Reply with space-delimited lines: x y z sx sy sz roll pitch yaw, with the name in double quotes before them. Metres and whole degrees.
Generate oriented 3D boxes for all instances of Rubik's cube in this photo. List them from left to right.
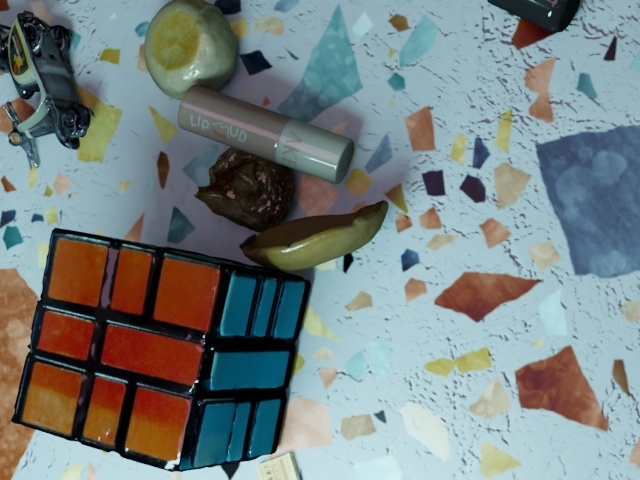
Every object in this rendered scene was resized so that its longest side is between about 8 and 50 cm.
"Rubik's cube" -0.212 0.151 1.600 0.293 0.288 0.283 14 89 25

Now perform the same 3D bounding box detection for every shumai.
"shumai" -0.106 -0.076 1.685 0.139 0.105 0.123 36 98 1

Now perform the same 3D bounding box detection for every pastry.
"pastry" -0.202 -0.291 1.744 0.156 0.092 0.156 -4 81 28

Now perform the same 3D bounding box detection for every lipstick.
"lipstick" -0.081 -0.155 1.668 0.254 0.070 0.070 20 93 13

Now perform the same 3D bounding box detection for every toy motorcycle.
"toy motorcycle" -0.456 -0.247 1.847 0.157 0.091 0.263 -31 72 25

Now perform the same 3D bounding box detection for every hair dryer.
"hair dryer" 0.337 -0.407 1.556 0.114 0.070 0.248 32 89 23

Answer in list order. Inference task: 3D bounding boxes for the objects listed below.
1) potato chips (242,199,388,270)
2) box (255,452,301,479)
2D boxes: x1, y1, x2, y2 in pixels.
"potato chips" -0.001 0.001 1.592 0.208 0.195 0.062 -19 98 -18
"box" -0.054 0.360 1.656 0.058 0.015 0.093 -22 76 17
